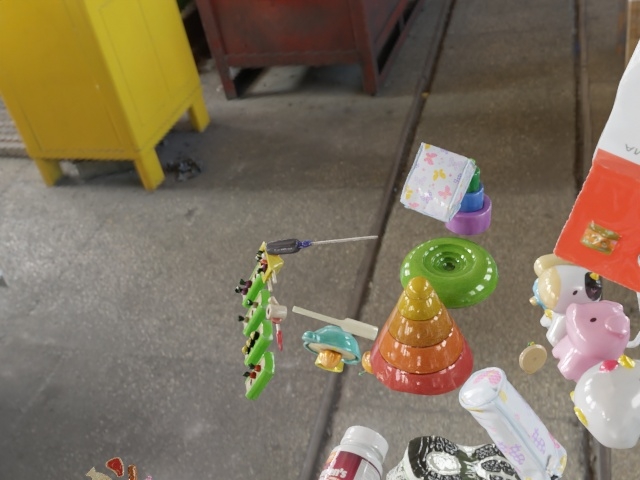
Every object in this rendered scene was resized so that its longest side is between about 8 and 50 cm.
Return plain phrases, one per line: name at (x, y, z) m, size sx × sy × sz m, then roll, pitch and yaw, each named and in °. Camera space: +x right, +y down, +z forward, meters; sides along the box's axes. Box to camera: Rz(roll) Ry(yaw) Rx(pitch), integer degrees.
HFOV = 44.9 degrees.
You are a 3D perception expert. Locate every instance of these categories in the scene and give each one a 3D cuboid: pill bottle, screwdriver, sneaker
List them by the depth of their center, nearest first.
screwdriver at (0.000, 0.000, 1.120) m, size 0.170 × 0.024 × 0.025 m, roll -11°, pitch 80°, yaw 15°
pill bottle at (0.060, 0.512, 1.640) m, size 0.121 × 0.121 × 0.221 m, roll 7°, pitch 44°, yaw 25°
sneaker at (0.336, 0.585, 1.903) m, size 0.410 × 0.182 × 0.158 m, roll 22°, pitch 50°, yaw -24°

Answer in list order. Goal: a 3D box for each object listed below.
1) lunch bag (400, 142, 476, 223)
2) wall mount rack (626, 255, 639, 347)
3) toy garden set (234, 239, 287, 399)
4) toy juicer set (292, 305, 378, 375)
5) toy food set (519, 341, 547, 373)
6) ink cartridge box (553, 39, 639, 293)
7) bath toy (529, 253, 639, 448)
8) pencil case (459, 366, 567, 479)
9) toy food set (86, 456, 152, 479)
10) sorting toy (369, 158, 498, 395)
lunch bag at (0.147, -0.071, 0.978) m, size 0.071 × 0.053 × 0.083 m, roll 22°, pitch 87°, yaw 22°
wall mount rack at (0.659, 0.047, 1.629) m, size 0.130 × 0.350 × 0.304 m, roll 7°, pitch 38°, yaw 42°
toy garden set at (-0.115, 0.137, 1.432) m, size 0.049 × 0.204 × 0.244 m, roll 10°, pitch 49°, yaw -20°
toy juicer set at (0.063, 0.249, 1.728) m, size 0.209 × 0.329 × 0.089 m, roll 10°, pitch 68°, yaw 17°
toy food set at (0.563, 0.310, 2.048) m, size 0.082 × 0.083 × 0.020 m, roll -47°, pitch 24°, yaw 4°
ink cartridge box at (0.264, -0.040, 0.469) m, size 0.189 × 0.232 × 0.066 m, roll 26°, pitch 29°, yaw 19°
bath toy at (0.376, 0.129, 1.057) m, size 0.129 × 0.151 × 0.348 m, roll -38°, pitch 18°, yaw 18°
pencil case at (0.404, 0.392, 1.620) m, size 0.113 × 0.273 × 0.124 m, roll -34°, pitch 16°, yaw 16°
toy food set at (-0.316, 0.405, 1.271) m, size 0.078 × 0.019 × 0.122 m, roll -39°, pitch 84°, yaw -15°
sorting toy at (0.154, 0.016, 0.960) m, size 0.127 × 0.126 × 0.365 m, roll 8°, pitch 41°, yaw 19°
